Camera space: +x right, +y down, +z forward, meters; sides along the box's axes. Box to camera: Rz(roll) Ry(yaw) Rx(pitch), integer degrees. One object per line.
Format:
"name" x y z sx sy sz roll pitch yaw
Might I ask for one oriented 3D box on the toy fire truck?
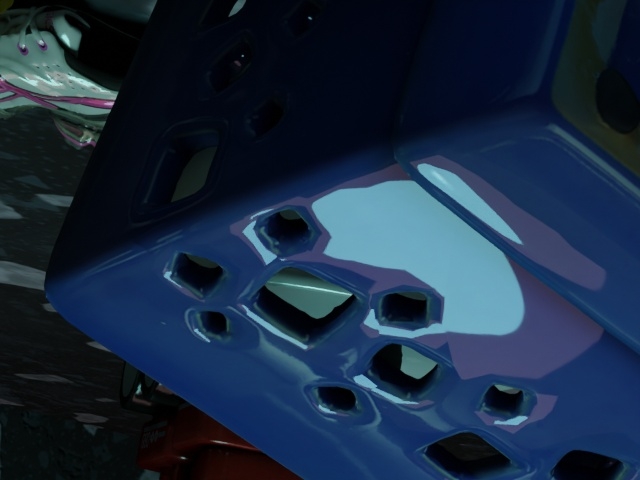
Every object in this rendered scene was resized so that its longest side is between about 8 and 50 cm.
"toy fire truck" -0.074 0.162 0.928 0.159 0.246 0.217 13 165 -17

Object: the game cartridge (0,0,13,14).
"game cartridge" -0.293 -0.124 0.633 0.324 0.052 0.285 12 -165 -4

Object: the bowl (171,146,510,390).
"bowl" 0.000 0.000 1.021 0.298 0.134 0.298 9 166 2

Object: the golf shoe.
"golf shoe" -0.161 -0.104 0.888 0.186 0.067 0.086 13 139 -11

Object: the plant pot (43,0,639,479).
"plant pot" 0.078 -0.037 0.578 0.236 0.236 0.212 35 147 -25
